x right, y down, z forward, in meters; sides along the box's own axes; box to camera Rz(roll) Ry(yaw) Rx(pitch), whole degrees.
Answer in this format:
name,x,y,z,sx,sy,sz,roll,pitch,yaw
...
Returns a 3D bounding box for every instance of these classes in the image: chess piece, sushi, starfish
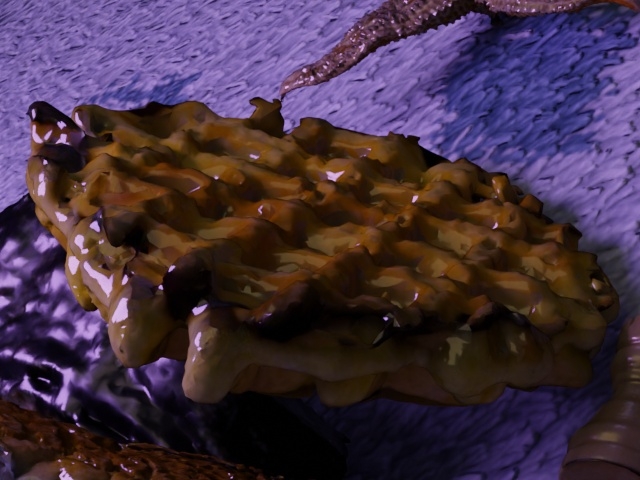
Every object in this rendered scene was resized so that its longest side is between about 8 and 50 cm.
name,x,y,z,sx,sy,sz,roll,pitch,yaw
chess piece,0.192,0.104,1.061,0.066,0.066,0.122,-8,42,40
sushi,-0.139,0.106,1.232,0.350,0.211,0.171,37,87,34
starfish,0.125,-0.238,1.475,0.301,0.084,0.294,-19,37,26

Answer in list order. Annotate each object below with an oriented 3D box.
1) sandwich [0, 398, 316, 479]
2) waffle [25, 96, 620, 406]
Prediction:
name,x,y,z,sx,sy,sz,roll,pitch,yaw
sandwich,-0.151,0.240,1.046,0.301,0.099,0.271,14,90,14
waffle,0.000,0.000,1.159,0.382,0.379,0.095,-125,42,-57
